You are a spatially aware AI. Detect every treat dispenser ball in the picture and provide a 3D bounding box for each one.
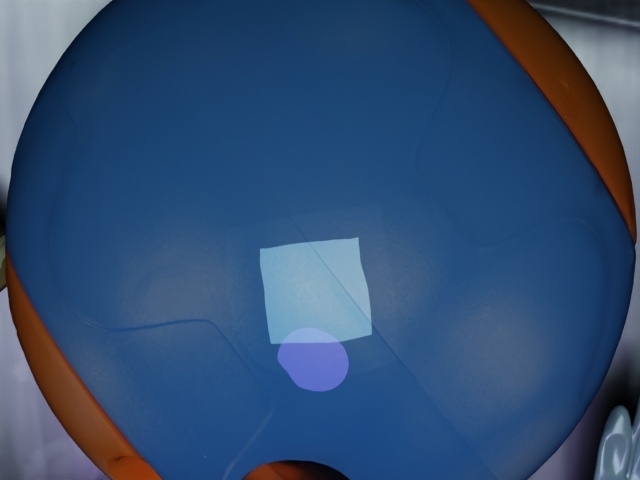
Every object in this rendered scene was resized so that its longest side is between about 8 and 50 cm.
[{"bbox_3d":[0.000,0.000,0.731,0.288,0.288,0.288,0,106,-1],"label":"treat dispenser ball"}]

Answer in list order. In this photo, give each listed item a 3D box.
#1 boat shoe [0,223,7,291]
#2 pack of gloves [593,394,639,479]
[{"bbox_3d":[-0.265,0.046,0.853,0.223,0.080,0.073,-33,99,3],"label":"boat shoe"},{"bbox_3d":[0.234,0.178,0.925,0.195,0.046,0.232,4,109,-14],"label":"pack of gloves"}]
